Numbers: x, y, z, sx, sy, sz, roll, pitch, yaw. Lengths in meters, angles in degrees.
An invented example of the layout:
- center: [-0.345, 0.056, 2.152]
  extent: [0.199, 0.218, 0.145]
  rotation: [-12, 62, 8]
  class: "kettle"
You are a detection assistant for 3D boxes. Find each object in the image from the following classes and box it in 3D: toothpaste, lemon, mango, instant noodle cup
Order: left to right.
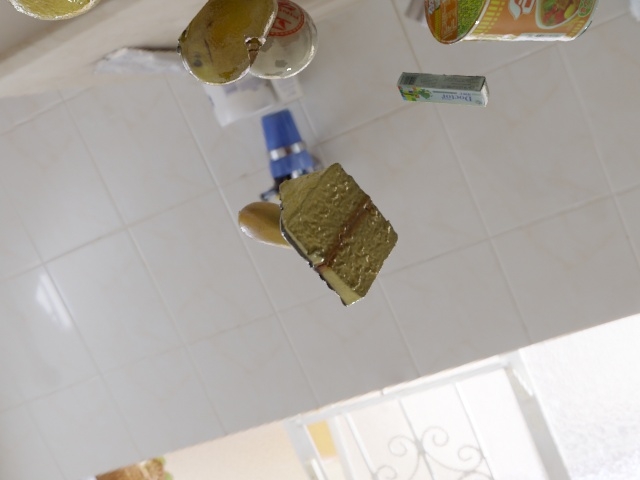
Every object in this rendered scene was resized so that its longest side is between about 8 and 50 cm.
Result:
- center: [-0.561, -0.573, 1.494]
  extent: [0.254, 0.228, 0.228]
  rotation: [-9, -166, 21]
  class: "lemon"
- center: [-0.193, -0.449, 1.551]
  extent: [0.262, 0.167, 0.130]
  rotation: [-57, -152, -9]
  class: "mango"
- center: [-0.108, -0.033, 1.988]
  extent: [0.317, 0.119, 0.177]
  rotation: [22, -176, 39]
  class: "mango"
- center: [0.220, -0.274, 1.303]
  extent: [0.164, 0.046, 0.034]
  rotation: [11, -114, 30]
  class: "toothpaste"
- center: [0.258, -0.330, 0.949]
  extent: [0.185, 0.168, 0.168]
  rotation: [0, 180, -22]
  class: "instant noodle cup"

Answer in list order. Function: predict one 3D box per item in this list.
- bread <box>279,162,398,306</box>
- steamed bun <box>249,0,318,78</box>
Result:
- center: [0.000, 0.000, 1.625]
  extent: [0.198, 0.263, 0.236]
  rotation: [-21, -150, 41]
  class: "bread"
- center: [-0.121, -0.526, 1.825]
  extent: [0.232, 0.231, 0.145]
  rotation: [-27, 151, -17]
  class: "steamed bun"
